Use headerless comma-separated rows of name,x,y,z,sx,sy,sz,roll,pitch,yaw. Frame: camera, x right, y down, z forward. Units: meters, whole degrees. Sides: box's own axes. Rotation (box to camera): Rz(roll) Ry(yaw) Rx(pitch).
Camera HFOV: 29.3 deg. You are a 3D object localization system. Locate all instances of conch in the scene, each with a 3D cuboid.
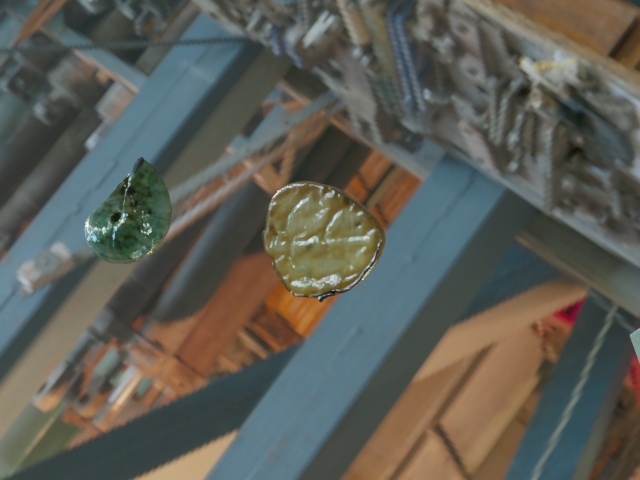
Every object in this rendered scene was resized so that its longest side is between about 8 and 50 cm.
conch,-0.347,-0.042,2.225,0.122,0.175,0.188,17,144,-41

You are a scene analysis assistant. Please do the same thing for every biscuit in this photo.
biscuit,0.004,0.000,2.022,0.260,0.203,0.041,-4,-176,41

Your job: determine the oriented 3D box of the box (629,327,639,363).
box,0.452,0.186,1.364,0.086,0.130,0.225,113,143,-69
